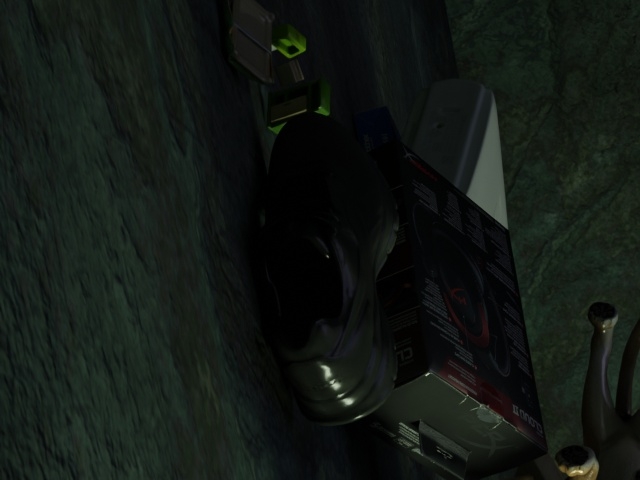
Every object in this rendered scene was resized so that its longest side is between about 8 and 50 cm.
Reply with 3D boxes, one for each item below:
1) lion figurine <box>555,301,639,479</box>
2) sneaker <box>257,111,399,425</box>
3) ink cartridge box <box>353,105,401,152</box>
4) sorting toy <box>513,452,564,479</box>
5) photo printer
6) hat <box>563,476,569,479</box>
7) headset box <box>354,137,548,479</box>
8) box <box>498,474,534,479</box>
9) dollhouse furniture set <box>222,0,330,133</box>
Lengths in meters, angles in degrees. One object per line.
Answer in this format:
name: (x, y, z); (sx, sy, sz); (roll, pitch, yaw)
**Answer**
lion figurine: (0.288, 0.246, 1.841); (0.392, 0.142, 0.240); (-57, 151, -46)
sneaker: (0.000, 0.000, 1.519); (0.130, 0.109, 0.286); (57, 20, -50)
ink cartridge box: (0.090, -0.078, 2.353); (0.207, 0.046, 0.097); (58, 20, -64)
sorting toy: (0.215, 0.404, 2.034); (0.255, 0.089, 0.257); (-117, -147, -43)
photo printer: (0.158, 0.001, 2.277); (0.256, 0.107, 0.308); (-70, 158, -46)
hat: (0.192, 0.386, 1.900); (0.173, 0.183, 0.208); (-88, 163, -64)
headset box: (0.104, 0.084, 1.812); (0.218, 0.110, 0.293); (35, 38, -45)
box: (0.151, 0.339, 1.840); (0.021, 0.164, 0.201); (148, -67, -65)
dollhouse furniture set: (-0.055, -0.151, 1.622); (0.151, 0.058, 0.076); (36, 46, -48)
